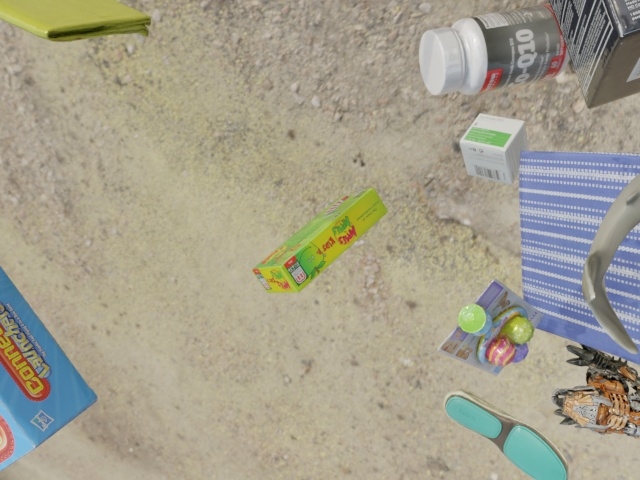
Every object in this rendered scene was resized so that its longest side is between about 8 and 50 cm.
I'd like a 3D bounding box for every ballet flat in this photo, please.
[{"bbox_3d":[0.235,0.237,0.691,0.168,0.052,0.057,33,107,25],"label":"ballet flat"}]

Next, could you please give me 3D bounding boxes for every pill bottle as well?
[{"bbox_3d":[0.371,-0.405,1.191,0.283,0.161,0.161,-13,124,-8],"label":"pill bottle"}]

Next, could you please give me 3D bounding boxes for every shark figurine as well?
[{"bbox_3d":[0.277,-0.048,0.368,0.278,0.166,0.116,-18,147,3],"label":"shark figurine"}]

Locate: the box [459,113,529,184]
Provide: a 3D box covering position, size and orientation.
[{"bbox_3d":[0.351,-0.183,1.105,0.101,0.087,0.102,22,155,38],"label":"box"}]

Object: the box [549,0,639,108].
[{"bbox_3d":[0.514,-0.431,0.925,0.182,0.296,0.294,-18,78,14],"label":"box"}]

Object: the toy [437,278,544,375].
[{"bbox_3d":[0.292,0.157,0.874,0.237,0.137,0.056,30,-170,-44],"label":"toy"}]

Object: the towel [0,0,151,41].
[{"bbox_3d":[-0.260,-0.205,0.447,0.237,0.102,0.021,27,127,18],"label":"towel"}]

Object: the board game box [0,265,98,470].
[{"bbox_3d":[-0.444,0.132,0.604,0.308,0.086,0.302,-35,92,26],"label":"board game box"}]

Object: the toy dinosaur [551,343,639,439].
[{"bbox_3d":[0.532,0.292,0.957,0.321,0.164,0.218,31,176,-17],"label":"toy dinosaur"}]

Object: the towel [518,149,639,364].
[{"bbox_3d":[0.435,0.019,0.911,0.243,0.040,0.336,17,117,58],"label":"towel"}]

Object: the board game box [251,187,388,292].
[{"bbox_3d":[0.000,0.000,0.757,0.043,0.181,0.092,56,152,-13],"label":"board game box"}]
